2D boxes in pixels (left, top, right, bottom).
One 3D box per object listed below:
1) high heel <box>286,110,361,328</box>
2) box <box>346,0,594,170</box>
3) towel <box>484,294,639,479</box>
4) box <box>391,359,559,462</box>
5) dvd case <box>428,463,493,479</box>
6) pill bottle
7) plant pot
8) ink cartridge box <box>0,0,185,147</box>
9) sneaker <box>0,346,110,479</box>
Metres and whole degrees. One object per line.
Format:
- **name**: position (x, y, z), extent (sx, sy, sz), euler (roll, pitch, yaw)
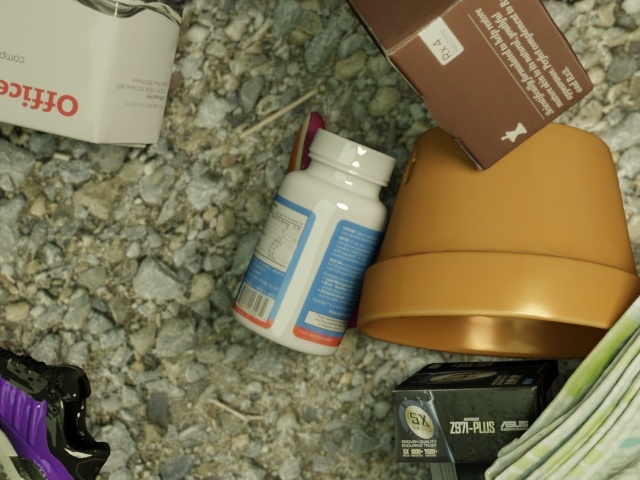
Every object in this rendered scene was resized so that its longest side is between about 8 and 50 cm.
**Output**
- **high heel**: position (0.018, -0.023, 1.359), extent (0.117, 0.082, 0.244), euler (5, 82, -10)
- **box**: position (0.089, -0.264, 1.145), extent (0.143, 0.191, 0.381), euler (-36, 47, 12)
- **towel**: position (0.369, 0.193, 1.121), extent (0.320, 0.374, 0.090), euler (-52, 35, 13)
- **box**: position (0.169, 0.177, 1.253), extent (0.147, 0.180, 0.077), euler (-4, 92, 19)
- **dvd case**: position (0.247, 0.296, 1.285), extent (0.239, 0.029, 0.179), euler (-4, 114, 19)
- **pill bottle**: position (0.000, 0.000, 1.259), extent (0.124, 0.124, 0.221), euler (24, 96, 15)
- **plant pot**: position (0.188, 0.001, 1.199), extent (0.291, 0.291, 0.203), euler (1, 78, 18)
- **ink cartridge box**: position (-0.312, -0.326, 1.385), extent (0.286, 0.166, 0.394), euler (14, 98, 17)
- **sneaker**: position (-0.363, 0.184, 1.480), extent (0.146, 0.102, 0.293), euler (-37, 87, 13)
